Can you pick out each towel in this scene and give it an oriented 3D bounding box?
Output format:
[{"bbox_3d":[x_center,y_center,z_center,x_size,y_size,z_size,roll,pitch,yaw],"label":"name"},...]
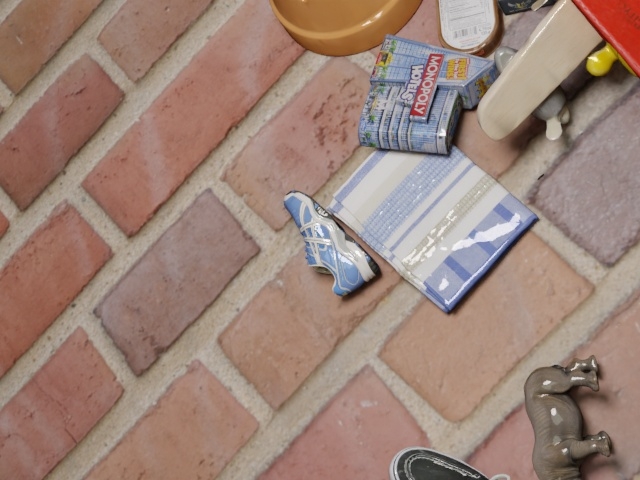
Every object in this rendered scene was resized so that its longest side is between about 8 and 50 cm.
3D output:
[{"bbox_3d":[0.167,-0.046,1.619,0.209,0.034,0.285,-48,62,1],"label":"towel"}]

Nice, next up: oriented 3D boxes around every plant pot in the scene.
[{"bbox_3d":[0.017,-0.484,1.737,0.291,0.203,0.291,-8,69,22],"label":"plant pot"}]

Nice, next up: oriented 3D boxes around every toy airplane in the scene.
[{"bbox_3d":[0.410,-0.332,1.466,0.386,0.272,0.384,-2,104,11],"label":"toy airplane"}]

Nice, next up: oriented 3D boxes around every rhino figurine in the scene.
[{"bbox_3d":[0.337,0.279,1.408,0.106,0.073,0.243,-11,70,18],"label":"rhino figurine"}]

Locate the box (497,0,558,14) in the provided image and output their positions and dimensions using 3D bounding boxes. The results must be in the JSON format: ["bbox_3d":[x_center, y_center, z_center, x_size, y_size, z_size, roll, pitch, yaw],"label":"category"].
[{"bbox_3d":[0.389,-0.470,1.640,0.232,0.059,0.183,-8,71,23],"label":"box"}]

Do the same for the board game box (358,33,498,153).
[{"bbox_3d":[0.173,-0.232,1.640,0.194,0.060,0.194,6,59,23],"label":"board game box"}]

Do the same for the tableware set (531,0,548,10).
[{"bbox_3d":[0.372,-0.448,1.586,0.194,0.039,0.128,-35,74,19],"label":"tableware set"}]

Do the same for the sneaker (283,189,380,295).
[{"bbox_3d":[0.000,0.000,1.653,0.081,0.080,0.211,-44,60,3],"label":"sneaker"}]

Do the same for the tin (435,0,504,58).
[{"bbox_3d":[0.241,-0.381,1.695,0.106,0.040,0.190,-9,69,18],"label":"tin"}]

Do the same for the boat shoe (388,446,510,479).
[{"bbox_3d":[0.219,0.368,1.395,0.113,0.105,0.306,-38,58,-22],"label":"boat shoe"}]
